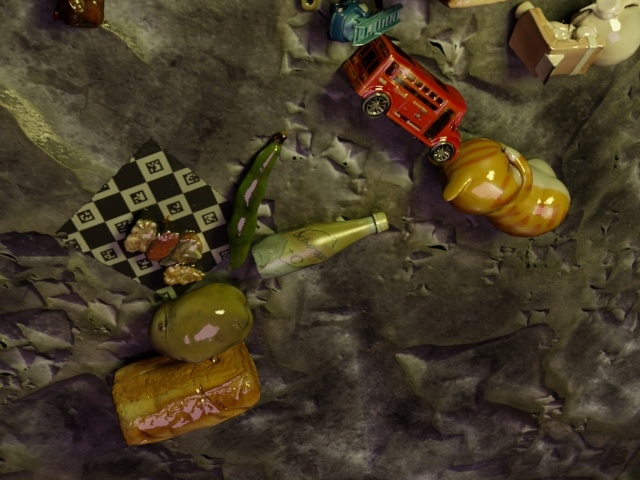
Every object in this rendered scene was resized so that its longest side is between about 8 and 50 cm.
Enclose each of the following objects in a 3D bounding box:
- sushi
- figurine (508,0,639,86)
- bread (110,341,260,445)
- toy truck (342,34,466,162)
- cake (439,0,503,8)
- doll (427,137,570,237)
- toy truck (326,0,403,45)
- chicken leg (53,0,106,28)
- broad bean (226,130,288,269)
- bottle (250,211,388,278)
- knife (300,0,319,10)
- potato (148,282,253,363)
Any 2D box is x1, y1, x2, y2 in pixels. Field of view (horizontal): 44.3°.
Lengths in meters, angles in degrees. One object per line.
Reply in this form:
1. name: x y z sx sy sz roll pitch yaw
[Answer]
1. sushi: -0.288 -0.007 1.432 0.264 0.050 0.290 -40 129 15
2. figurine: 0.455 -0.359 1.344 0.237 0.141 0.162 -17 160 -7
3. bread: -0.276 0.309 1.614 0.294 0.166 0.132 -20 139 -4
4. toy truck: 0.161 -0.239 1.347 0.253 0.107 0.114 28 116 -34
5. cake: 0.226 -0.450 1.134 0.293 0.196 0.198 -17 133 -6
6. doll: 0.345 -0.102 1.491 0.270 0.166 0.162 28 114 -31
7. toy truck: 0.070 -0.356 1.259 0.136 0.074 0.063 -41 148 -41
8. chicken leg: -0.376 -0.407 1.054 0.113 0.093 0.304 -34 136 -4
9. broad bean: -0.130 -0.071 1.428 0.060 0.043 0.297 8 120 -25
10. bottle: 0.000 0.000 1.511 0.270 0.083 0.083 -19 132 -4
11. knife: -0.036 -0.492 1.129 0.061 0.027 0.343 -8 130 -6
12. potato: -0.234 0.163 1.534 0.200 0.154 0.137 -21 94 10
